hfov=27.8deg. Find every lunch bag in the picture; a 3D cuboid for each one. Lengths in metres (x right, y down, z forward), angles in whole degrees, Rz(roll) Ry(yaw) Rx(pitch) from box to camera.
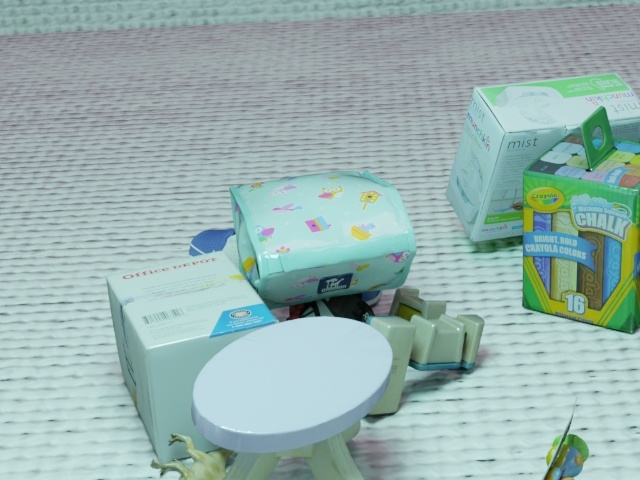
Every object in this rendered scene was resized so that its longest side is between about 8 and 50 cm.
[{"bbox_3d":[0.000,0.000,1.767,0.223,0.160,0.262,-9,15,-10],"label":"lunch bag"}]

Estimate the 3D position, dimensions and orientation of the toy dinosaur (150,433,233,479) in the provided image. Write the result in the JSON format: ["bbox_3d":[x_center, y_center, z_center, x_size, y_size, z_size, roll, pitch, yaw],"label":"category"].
[{"bbox_3d":[-0.146,0.274,1.561,0.093,0.053,0.183,21,30,15],"label":"toy dinosaur"}]

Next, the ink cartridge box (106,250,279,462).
[{"bbox_3d":[-0.164,0.144,1.683,0.171,0.168,0.232,-12,26,-16],"label":"ink cartridge box"}]

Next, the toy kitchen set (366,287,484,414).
[{"bbox_3d":[0.099,0.145,1.758,0.207,0.122,0.166,2,15,-42],"label":"toy kitchen set"}]

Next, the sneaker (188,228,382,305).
[{"bbox_3d":[-0.049,-0.014,2.003,0.315,0.182,0.127,10,26,27],"label":"sneaker"}]

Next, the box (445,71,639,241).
[{"bbox_3d":[0.360,-0.133,2.066,0.262,0.231,0.127,-9,45,-19],"label":"box"}]

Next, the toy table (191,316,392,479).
[{"bbox_3d":[-0.036,0.211,1.481,0.274,0.161,0.252,-18,38,-36],"label":"toy table"}]

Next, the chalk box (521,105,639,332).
[{"bbox_3d":[0.409,-0.045,1.878,0.179,0.289,0.180,14,31,31],"label":"chalk box"}]

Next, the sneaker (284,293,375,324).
[{"bbox_3d":[0.011,0.134,1.768,0.135,0.097,0.276,-4,23,4],"label":"sneaker"}]

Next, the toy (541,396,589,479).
[{"bbox_3d":[0.250,0.285,1.370,0.056,0.137,0.237,17,30,13],"label":"toy"}]
